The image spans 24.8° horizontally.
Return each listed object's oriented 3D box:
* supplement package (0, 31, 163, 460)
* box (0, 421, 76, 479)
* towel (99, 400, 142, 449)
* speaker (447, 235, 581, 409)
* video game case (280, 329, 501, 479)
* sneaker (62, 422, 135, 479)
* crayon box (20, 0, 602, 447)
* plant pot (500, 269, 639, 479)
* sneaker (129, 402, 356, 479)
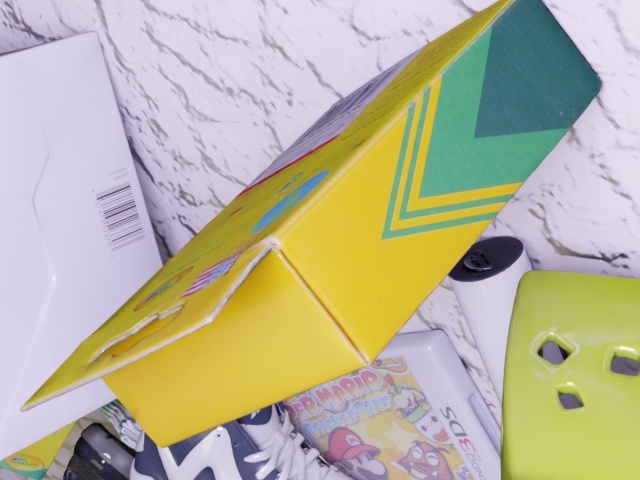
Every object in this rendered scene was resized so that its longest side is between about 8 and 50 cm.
[{"bbox_3d":[-0.245,0.003,1.065,0.145,0.204,0.261,-3,106,42],"label":"supplement package"},{"bbox_3d":[-0.265,0.141,1.263,0.105,0.043,0.179,22,129,-15],"label":"box"},{"bbox_3d":[-0.160,0.177,1.275,0.113,0.023,0.152,51,166,-25],"label":"towel"},{"bbox_3d":[0.130,0.066,0.959,0.055,0.055,0.136,-2,122,42],"label":"speaker"},{"bbox_3d":[0.054,0.168,1.138,0.227,0.026,0.206,-12,116,46],"label":"video game case"},{"bbox_3d":[-0.213,0.241,1.307,0.087,0.130,0.227,43,159,6],"label":"sneaker"},{"bbox_3d":[0.000,0.000,0.803,0.081,0.318,0.202,52,141,-9],"label":"crayon box"},{"bbox_3d":[0.205,0.174,0.833,0.228,0.207,0.227,6,129,17],"label":"plant pot"},{"bbox_3d":[-0.035,0.162,1.113,0.235,0.094,0.153,13,121,19],"label":"sneaker"}]
